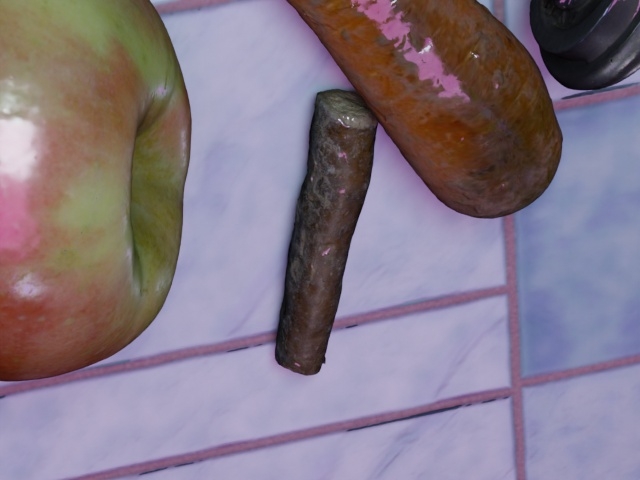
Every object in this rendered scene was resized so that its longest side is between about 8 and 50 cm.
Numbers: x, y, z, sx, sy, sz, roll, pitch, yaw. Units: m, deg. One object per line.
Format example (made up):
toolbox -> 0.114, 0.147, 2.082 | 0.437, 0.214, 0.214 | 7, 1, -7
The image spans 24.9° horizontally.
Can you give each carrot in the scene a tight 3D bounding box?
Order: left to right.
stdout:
carrot -> 0.080, -0.142, 1.130 | 0.138, 0.139, 0.302 | -40, 122, 14

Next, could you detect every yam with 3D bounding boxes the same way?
yam -> 0.000, 0.000, 1.246 | 0.061, 0.061, 0.274 | 3, 122, -14

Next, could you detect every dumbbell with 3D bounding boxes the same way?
dumbbell -> 0.285, -0.179, 1.113 | 0.290, 0.192, 0.192 | 18, 117, -21

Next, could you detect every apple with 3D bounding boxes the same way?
apple -> -0.243, -0.065, 1.006 | 0.277, 0.319, 0.319 | 4, 123, 9
